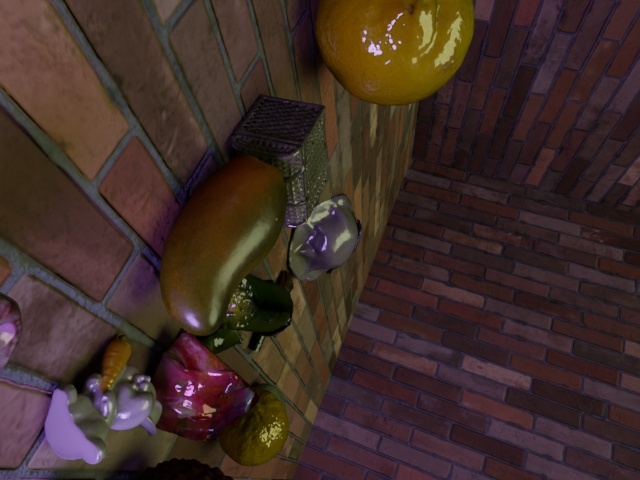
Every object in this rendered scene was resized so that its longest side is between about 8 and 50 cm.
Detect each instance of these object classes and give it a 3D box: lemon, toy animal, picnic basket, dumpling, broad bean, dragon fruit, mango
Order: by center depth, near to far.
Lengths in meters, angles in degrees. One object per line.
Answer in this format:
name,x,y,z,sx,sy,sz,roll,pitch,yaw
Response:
toy animal,-0.277,0.215,0.629,0.127,0.131,0.182,-44,166,18
mango,-0.149,-0.005,0.702,0.129,0.146,0.289,-22,-150,52
dragon fruit,-0.200,0.291,0.803,0.161,0.126,0.274,-45,150,-19
picnic basket,-0.073,-0.137,0.863,0.196,0.134,0.154,88,20,-53
broad bean,-0.208,0.196,0.904,0.213,0.048,0.070,27,81,-73
lemon,0.149,-0.448,0.969,0.348,0.348,0.347,17,90,-76
lemon,-0.161,0.447,1.119,0.193,0.181,0.180,-44,-167,50
dumpling,0.016,0.007,1.334,0.293,0.163,0.204,-65,173,17

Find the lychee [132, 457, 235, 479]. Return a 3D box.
lychee,-0.227,0.513,0.751,0.276,0.276,0.304,4,85,-76

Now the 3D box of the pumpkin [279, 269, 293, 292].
pumpkin,-0.100,0.129,1.285,0.101,0.035,0.073,78,20,-56

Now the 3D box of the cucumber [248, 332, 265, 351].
cucumber,-0.148,0.221,1.202,0.032,0.032,0.133,55,54,-73

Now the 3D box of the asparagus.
asparagus,-0.152,0.119,0.910,0.382,0.108,0.128,47,46,-72

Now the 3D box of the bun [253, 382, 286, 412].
bun,-0.164,0.507,1.309,0.195,0.118,0.195,20,90,-74

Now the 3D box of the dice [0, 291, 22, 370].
dice,-0.290,0.065,0.337,0.093,0.094,0.091,82,28,-63
